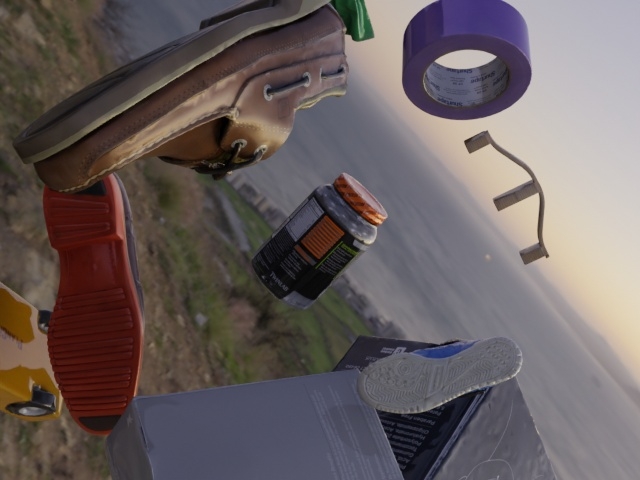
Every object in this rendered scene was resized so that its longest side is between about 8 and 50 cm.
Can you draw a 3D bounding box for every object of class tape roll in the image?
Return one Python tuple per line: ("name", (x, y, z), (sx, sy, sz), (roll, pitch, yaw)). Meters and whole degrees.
("tape roll", (0.215, -0.267, 1.287), (0.189, 0.189, 0.080), (38, 46, -44))

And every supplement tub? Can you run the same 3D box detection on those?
("supplement tub", (0.000, 0.000, 1.263), (0.117, 0.190, 0.117), (42, 13, -12))

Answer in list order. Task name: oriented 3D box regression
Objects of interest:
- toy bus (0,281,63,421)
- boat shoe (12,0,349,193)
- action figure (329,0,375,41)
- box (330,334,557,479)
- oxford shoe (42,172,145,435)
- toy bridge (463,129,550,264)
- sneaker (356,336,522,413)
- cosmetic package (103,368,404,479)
("toy bus", (-0.366, 0.090, 0.838), (0.333, 0.130, 0.108), (66, 18, -63))
("boat shoe", (-0.064, -0.096, 0.596), (0.307, 0.110, 0.104), (-42, 116, -43))
("action figure", (0.029, -0.464, 1.560), (0.232, 0.137, 0.063), (81, 18, -58))
("box", (0.129, 0.482, 1.316), (0.297, 0.472, 0.480), (2, -52, 42))
("oxford shoe", (-0.212, 0.055, 0.875), (0.098, 0.096, 0.271), (9, 79, -82))
("toy bridge", (0.255, -0.059, 1.127), (0.188, 0.063, 0.026), (61, 14, -10))
("sneaker", (0.106, 0.127, 0.816), (0.084, 0.152, 0.058), (99, -25, -77))
("cosmetic package", (-0.058, 0.200, 0.776), (0.238, 0.107, 0.127), (-2, 56, -31))
